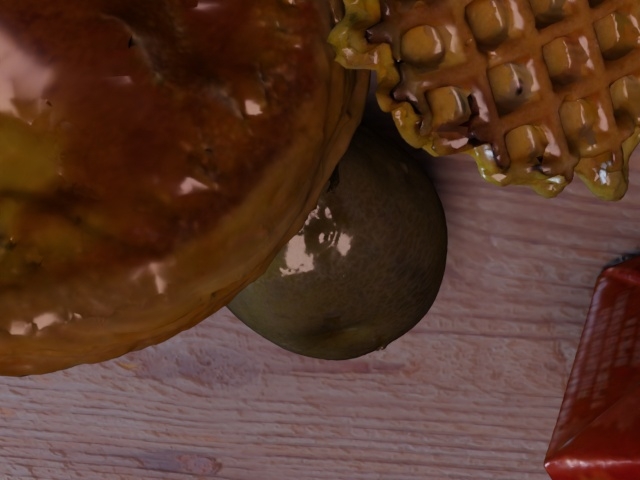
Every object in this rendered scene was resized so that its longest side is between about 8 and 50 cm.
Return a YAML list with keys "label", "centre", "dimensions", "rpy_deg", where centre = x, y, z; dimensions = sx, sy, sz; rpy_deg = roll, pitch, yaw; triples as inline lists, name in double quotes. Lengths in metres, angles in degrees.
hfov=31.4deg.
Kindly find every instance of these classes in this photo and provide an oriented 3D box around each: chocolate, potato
- label: "chocolate"
  centre: [0.271, 0.153, 0.840]
  dimensions: [0.108, 0.234, 0.237]
  rpy_deg: [-13, 124, 35]
- label: "potato"
  centre: [0.000, 0.000, 0.835]
  dimensions: [0.178, 0.160, 0.235]
  rpy_deg: [24, 148, 26]

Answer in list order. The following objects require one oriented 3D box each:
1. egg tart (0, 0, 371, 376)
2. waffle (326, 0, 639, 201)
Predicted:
- label: "egg tart"
  centre: [-0.182, -0.140, 0.675]
  dimensions: [0.443, 0.443, 0.178]
  rpy_deg: [33, 167, -13]
- label: "waffle"
  centre: [0.136, -0.146, 0.660]
  dimensions: [0.243, 0.059, 0.237]
  rpy_deg: [18, 94, -24]
